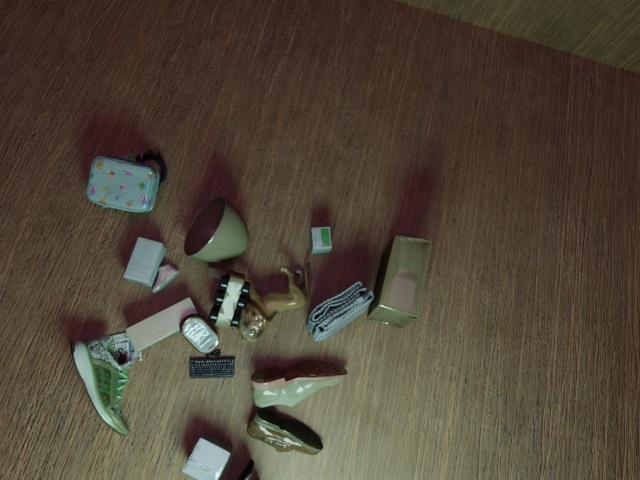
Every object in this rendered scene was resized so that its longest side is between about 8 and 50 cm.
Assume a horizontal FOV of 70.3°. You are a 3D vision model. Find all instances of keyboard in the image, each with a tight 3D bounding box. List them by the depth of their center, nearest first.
[{"bbox_3d":[-0.442,0.506,1.859,0.180,0.023,0.108,1,73,-8],"label":"keyboard"}]

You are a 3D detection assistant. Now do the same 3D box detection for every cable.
[{"bbox_3d":[-0.775,-0.318,2.057,0.150,0.047,0.185,-23,78,-14],"label":"cable"}]

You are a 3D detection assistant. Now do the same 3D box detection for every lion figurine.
[{"bbox_3d":[-0.180,0.254,1.903,0.391,0.142,0.240,-23,63,-6],"label":"lion figurine"}]

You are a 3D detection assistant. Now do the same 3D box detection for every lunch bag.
[{"bbox_3d":[-0.854,-0.237,1.964,0.278,0.108,0.224,13,99,-1],"label":"lunch bag"}]

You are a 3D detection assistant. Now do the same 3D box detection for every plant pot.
[{"bbox_3d":[-0.414,-0.021,1.921,0.190,0.284,0.284,33,67,-34],"label":"plant pot"}]

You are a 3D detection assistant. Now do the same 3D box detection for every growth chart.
[{"bbox_3d":[-0.833,0.456,1.823,0.237,0.021,0.172,-17,77,-12],"label":"growth chart"}]

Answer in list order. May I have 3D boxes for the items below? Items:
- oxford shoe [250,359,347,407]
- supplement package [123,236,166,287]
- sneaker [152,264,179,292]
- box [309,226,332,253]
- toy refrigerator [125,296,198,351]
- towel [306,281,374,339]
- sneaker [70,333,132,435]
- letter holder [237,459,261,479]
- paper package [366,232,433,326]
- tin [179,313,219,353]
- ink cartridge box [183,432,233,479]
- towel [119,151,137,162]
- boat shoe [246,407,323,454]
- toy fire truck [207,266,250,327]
[{"bbox_3d":[-0.084,0.586,1.849,0.396,0.140,0.147,-3,104,-13],"label":"oxford shoe"},{"bbox_3d":[-0.732,0.092,1.905,0.105,0.105,0.180,15,72,-2],"label":"supplement package"},{"bbox_3d":[-0.672,0.157,1.923,0.070,0.051,0.134,41,69,8],"label":"sneaker"},{"bbox_3d":[0.000,0.000,2.033,0.087,0.102,0.101,-3,74,-6],"label":"box"},{"bbox_3d":[-0.632,0.341,1.841,0.269,0.094,0.102,-28,84,-19],"label":"toy refrigerator"},{"bbox_3d":[0.071,0.290,1.886,0.283,0.235,0.121,-33,74,-16],"label":"towel"},{"bbox_3d":[-0.794,0.538,1.735,0.182,0.158,0.411,-25,88,-29],"label":"sneaker"},{"bbox_3d":[-0.244,0.923,1.609,0.152,0.302,0.215,32,71,3],"label":"letter holder"},{"bbox_3d":[0.330,0.178,1.913,0.168,0.309,0.325,15,71,2],"label":"paper package"},{"bbox_3d":[-0.487,0.378,1.832,0.106,0.040,0.190,-39,118,-9],"label":"tin"},{"bbox_3d":[-0.412,0.811,1.687,0.128,0.176,0.127,26,71,1],"label":"ink cartridge box"},{"bbox_3d":[-0.885,-0.315,2.034,0.151,0.023,0.113,-26,81,2],"label":"towel"},{"bbox_3d":[-0.141,0.770,1.785,0.307,0.111,0.105,30,99,-5],"label":"boat shoe"},{"bbox_3d":[-0.402,0.213,1.880,0.158,0.246,0.217,16,100,-18],"label":"toy fire truck"}]
